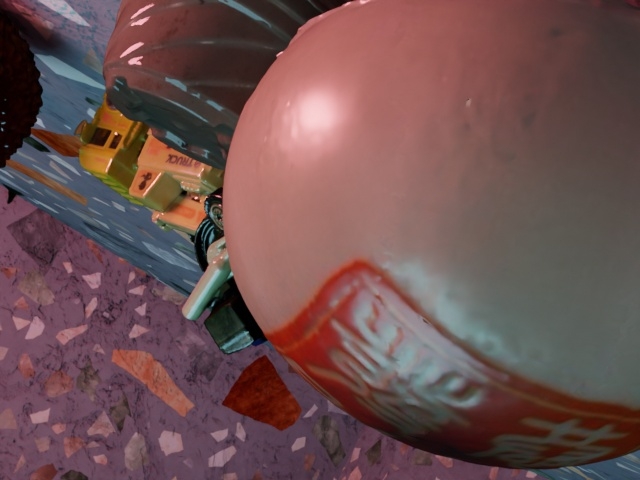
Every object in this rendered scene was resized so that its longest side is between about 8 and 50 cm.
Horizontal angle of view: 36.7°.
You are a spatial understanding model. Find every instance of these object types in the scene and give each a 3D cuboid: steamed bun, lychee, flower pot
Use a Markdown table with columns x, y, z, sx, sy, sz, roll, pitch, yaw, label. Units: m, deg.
| x | y | z | sx | sy | sz | roll | pitch | yaw | label |
| --- | --- | --- | --- | --- | --- | --- | --- | --- | --- |
| 0.110 | 0.020 | 0.625 | 0.374 | 0.241 | 0.374 | 12 | 163 | 4 | steamed bun |
| -0.485 | -0.184 | 1.168 | 0.304 | 0.275 | 0.276 | 31 | 172 | 37 | lychee |
| -0.079 | -0.143 | 0.762 | 0.235 | 0.140 | 0.235 | 25 | 169 | 5 | flower pot |

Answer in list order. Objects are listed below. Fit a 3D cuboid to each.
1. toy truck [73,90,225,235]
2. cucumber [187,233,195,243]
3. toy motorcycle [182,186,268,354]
| x | y | z | sx | sy | sz | roll | pitch | yaw | label |
| --- | --- | --- | --- | --- | --- | --- | --- | --- | --- |
| -0.168 | -0.091 | 1.120 | 0.272 | 0.157 | 0.124 | 16 | 162 | 41 | toy truck |
| -0.176 | -0.030 | 1.580 | 0.086 | 0.115 | 0.193 | -26 | 136 | 19 | cucumber |
| 0.000 | 0.000 | 0.925 | 0.331 | 0.125 | 0.196 | -38 | 87 | 41 | toy motorcycle |
